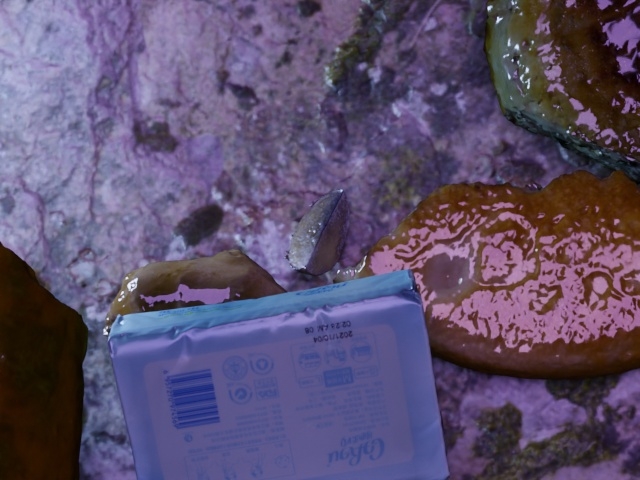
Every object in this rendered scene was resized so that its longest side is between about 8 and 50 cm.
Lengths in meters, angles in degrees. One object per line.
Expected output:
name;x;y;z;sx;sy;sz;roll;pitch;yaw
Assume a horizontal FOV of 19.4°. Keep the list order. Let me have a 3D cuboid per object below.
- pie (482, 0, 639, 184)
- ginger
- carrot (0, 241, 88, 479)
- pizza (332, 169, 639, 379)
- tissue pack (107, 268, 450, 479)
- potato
pie;0.305;-0.199;1.672;0.355;0.103;0.288;28;83;11
ginger;-0.099;0.060;1.644;0.190;0.069;0.095;-2;105;3
carrot;-0.318;0.160;1.542;0.241;0.241;0.340;0;75;5
pizza;0.192;0.030;1.625;0.365;0.074;0.182;-2;75;7
tissue pack;-0.033;0.132;1.580;0.263;0.089;0.177;-10;104;1
potato;-0.001;0.001;1.675;0.037;0.036;0.093;-6;47;41
